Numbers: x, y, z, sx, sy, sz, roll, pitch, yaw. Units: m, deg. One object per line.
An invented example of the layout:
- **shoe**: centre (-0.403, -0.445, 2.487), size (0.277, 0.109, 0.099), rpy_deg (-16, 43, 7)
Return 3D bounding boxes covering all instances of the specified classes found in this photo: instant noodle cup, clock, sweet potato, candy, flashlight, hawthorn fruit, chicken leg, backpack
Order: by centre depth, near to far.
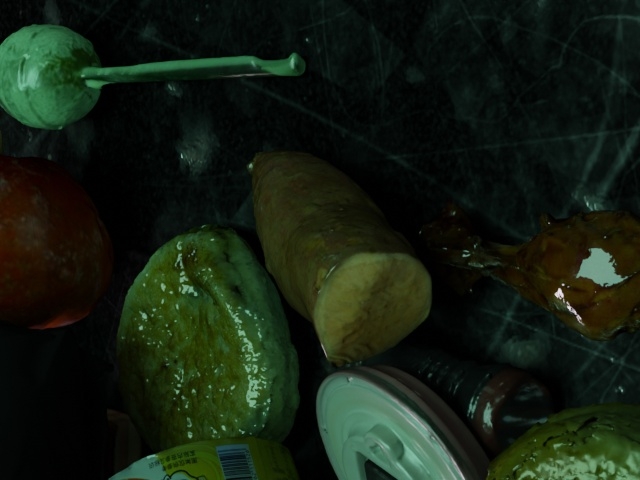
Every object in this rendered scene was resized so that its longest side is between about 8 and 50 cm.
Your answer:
- **chicken leg**: centre (0.184, 0.025, 1.603), size (0.304, 0.093, 0.113), rpy_deg (6, 110, 52)
- **clock**: centre (0.080, 0.219, 1.676), size (0.244, 0.056, 0.244), rpy_deg (41, 148, 33)
- **flashlight**: centre (0.107, 0.130, 1.695), size (0.232, 0.093, 0.093), rpy_deg (22, 109, 50)
- **sweet potato**: centre (0.002, -0.002, 1.769), size (0.336, 0.131, 0.131), rpy_deg (-126, 47, -61)
- **instant noodle cup**: centre (-0.107, 0.322, 1.825), size (0.264, 0.264, 0.200), rpy_deg (-40, 56, 42)
- **backpack**: centre (-0.317, 0.313, 1.963), size (0.445, 0.255, 0.363), rpy_deg (84, -170, -46)
- **candy**: centre (-0.186, -0.177, 1.998), size (0.440, 0.119, 0.119), rpy_deg (3, 95, 39)
- **hawthorn fruit**: centre (-0.356, -0.022, 2.071), size (0.242, 0.242, 0.271), rpy_deg (-14, 86, 47)

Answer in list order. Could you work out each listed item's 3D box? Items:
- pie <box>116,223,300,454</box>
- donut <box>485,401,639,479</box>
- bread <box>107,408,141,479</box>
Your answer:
- **pie**: centre (-0.119, 0.123, 1.951), size (0.277, 0.079, 0.277), rpy_deg (8, 100, 52)
- **donut**: centre (0.228, 0.265, 1.487), size (0.272, 0.107, 0.272), rpy_deg (1, 92, 19)
- **bread**: centre (-0.228, 0.220, 2.093), size (0.062, 0.043, 0.109), rpy_deg (-51, 56, 39)
